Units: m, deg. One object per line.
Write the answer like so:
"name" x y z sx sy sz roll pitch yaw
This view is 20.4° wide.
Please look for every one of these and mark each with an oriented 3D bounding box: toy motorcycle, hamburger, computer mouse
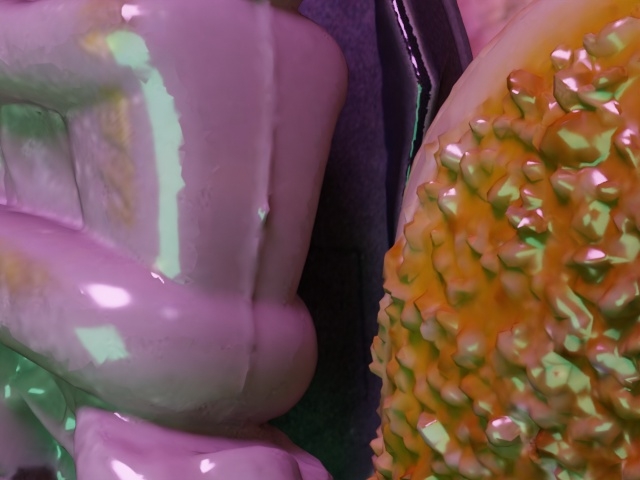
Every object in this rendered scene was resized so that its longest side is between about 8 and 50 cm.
"toy motorcycle" -0.070 -0.006 0.490 0.223 0.108 0.340 -37 58 35
"hamburger" 0.151 0.050 0.421 0.302 0.170 0.302 6 102 29
"computer mouse" 0.000 0.000 0.550 0.126 0.071 0.231 0 87 38
